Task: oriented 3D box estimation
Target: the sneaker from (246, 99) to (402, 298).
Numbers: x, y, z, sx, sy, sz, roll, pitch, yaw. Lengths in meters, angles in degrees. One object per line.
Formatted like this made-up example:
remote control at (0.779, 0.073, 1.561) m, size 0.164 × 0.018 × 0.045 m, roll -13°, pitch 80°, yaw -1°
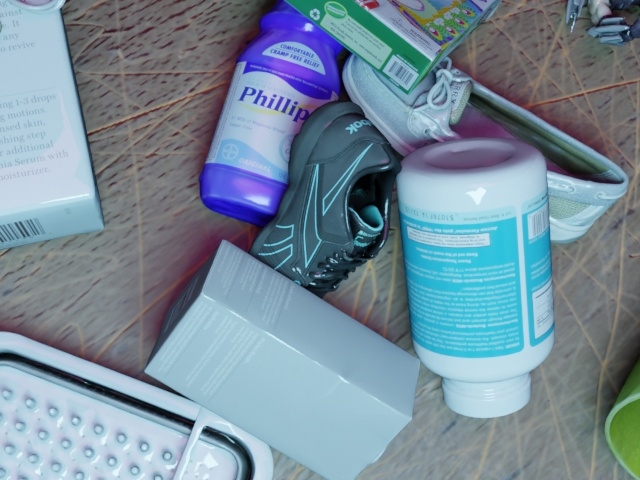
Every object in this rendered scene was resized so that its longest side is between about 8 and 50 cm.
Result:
sneaker at (0.000, 0.000, 1.073) m, size 0.101 × 0.267 × 0.106 m, roll -9°, pitch 37°, yaw -43°

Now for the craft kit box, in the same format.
craft kit box at (0.055, -0.288, 1.152) m, size 0.250 × 0.061 × 0.246 m, roll 38°, pitch 37°, yaw 3°

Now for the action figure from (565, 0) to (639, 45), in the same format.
action figure at (0.400, -0.277, 1.244) m, size 0.285 × 0.099 × 0.185 m, roll 28°, pitch 82°, yaw 2°

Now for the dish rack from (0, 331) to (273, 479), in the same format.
dish rack at (-0.238, 0.267, 1.067) m, size 0.333 × 0.072 × 0.285 m, roll 22°, pitch 78°, yaw -3°

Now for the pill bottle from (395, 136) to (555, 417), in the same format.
pill bottle at (0.157, 0.040, 1.089) m, size 0.146 × 0.146 × 0.264 m, roll -10°, pitch 110°, yaw -9°

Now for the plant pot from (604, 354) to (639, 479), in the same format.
plant pot at (0.466, 0.110, 1.111) m, size 0.275 × 0.275 × 0.293 m, roll 29°, pitch 60°, yaw -1°

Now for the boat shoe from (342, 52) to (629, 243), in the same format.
boat shoe at (0.173, -0.120, 1.161) m, size 0.320 × 0.103 × 0.118 m, roll 36°, pitch 50°, yaw -1°

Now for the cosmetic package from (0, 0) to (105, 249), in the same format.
cosmetic package at (-0.375, -0.218, 1.100) m, size 0.230 × 0.161 × 0.453 m, roll -11°, pitch 81°, yaw -9°

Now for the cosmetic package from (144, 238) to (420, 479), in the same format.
cosmetic package at (-0.034, 0.122, 1.061) m, size 0.238 × 0.127 × 0.107 m, roll 32°, pitch 32°, yaw -13°

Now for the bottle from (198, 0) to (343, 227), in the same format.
bottle at (-0.039, -0.157, 1.165) m, size 0.118 × 0.092 × 0.283 m, roll 18°, pitch 77°, yaw -7°

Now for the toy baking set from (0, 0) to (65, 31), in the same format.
toy baking set at (-0.351, -0.243, 1.014) m, size 0.197 × 0.030 × 0.256 m, roll 39°, pitch 77°, yaw -1°
